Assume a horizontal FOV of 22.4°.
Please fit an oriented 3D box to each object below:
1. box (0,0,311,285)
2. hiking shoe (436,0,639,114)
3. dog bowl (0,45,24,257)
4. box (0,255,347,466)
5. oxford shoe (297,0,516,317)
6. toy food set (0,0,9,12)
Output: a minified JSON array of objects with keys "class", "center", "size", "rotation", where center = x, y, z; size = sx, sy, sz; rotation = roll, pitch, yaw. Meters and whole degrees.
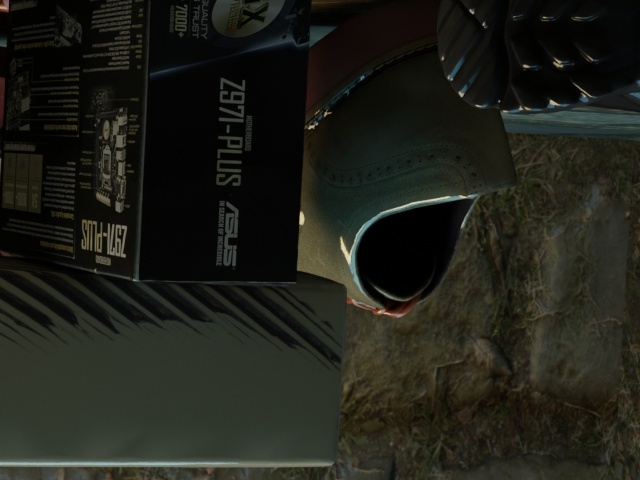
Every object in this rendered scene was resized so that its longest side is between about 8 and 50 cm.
[{"class":"box","center":[-0.080,-0.060,0.738],"size":[0.078,0.147,0.180],"rotation":[2,-178,-29]},{"class":"hiking shoe","center":[0.165,-0.084,0.617],"size":[0.227,0.086,0.114],"rotation":[10,-162,20]},{"class":"dog bowl","center":[-0.243,-0.061,1.196],"size":[0.408,0.150,0.408],"rotation":[12,-172,-2]},{"class":"box","center":[-0.133,0.056,0.784],"size":[0.275,0.094,0.113],"rotation":[2,-177,-22]},{"class":"oxford shoe","center":[0.000,0.000,0.954],"size":[0.123,0.130,0.348],"rotation":[-19,163,-28]},{"class":"toy food set","center":[-0.167,-0.138,0.923],"size":[0.122,0.019,0.078],"rotation":[13,-173,30]}]
